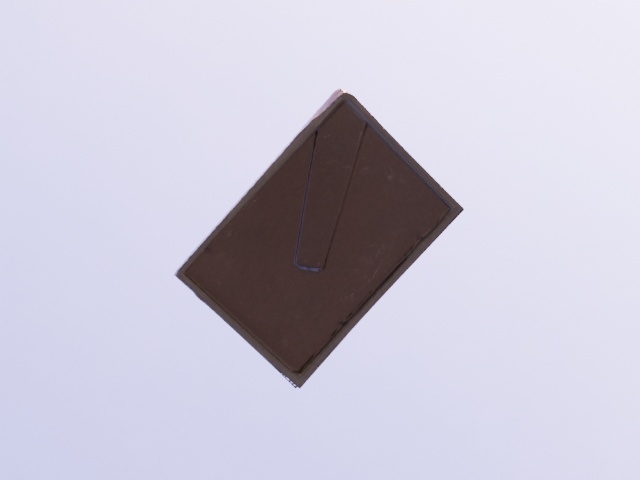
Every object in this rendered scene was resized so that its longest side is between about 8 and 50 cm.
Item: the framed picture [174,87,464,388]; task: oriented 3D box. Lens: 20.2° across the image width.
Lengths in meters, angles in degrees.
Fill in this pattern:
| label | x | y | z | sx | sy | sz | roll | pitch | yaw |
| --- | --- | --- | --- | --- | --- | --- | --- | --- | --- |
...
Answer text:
| label | x | y | z | sx | sy | sz | roll | pitch | yaw |
| --- | --- | --- | --- | --- | --- | --- | --- | --- | --- |
| framed picture | 0.000 | 0.000 | 1.828 | 0.189 | 0.260 | 0.023 | 43 | 177 | -19 |
